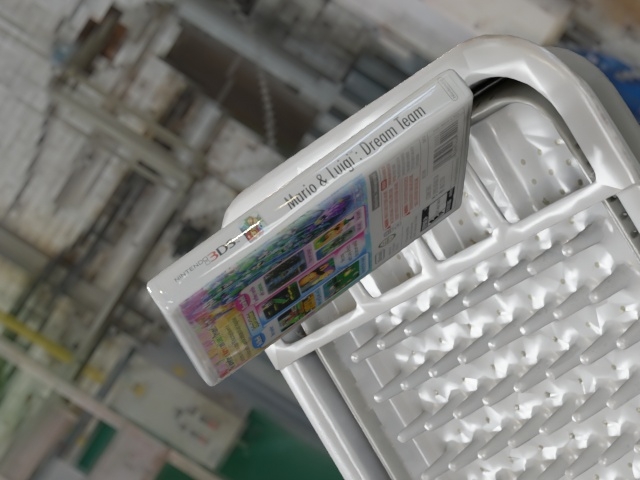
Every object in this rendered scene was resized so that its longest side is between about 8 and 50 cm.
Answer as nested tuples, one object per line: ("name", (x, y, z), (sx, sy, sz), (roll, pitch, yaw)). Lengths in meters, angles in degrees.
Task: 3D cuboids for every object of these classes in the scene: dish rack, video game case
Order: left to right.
("video game case", (0.000, 0.000, 0.745), (0.143, 0.019, 0.157), (-35, -13, -6))
("dish rack", (0.114, 0.076, 0.890), (0.072, 0.333, 0.285), (-29, -1, -41))
